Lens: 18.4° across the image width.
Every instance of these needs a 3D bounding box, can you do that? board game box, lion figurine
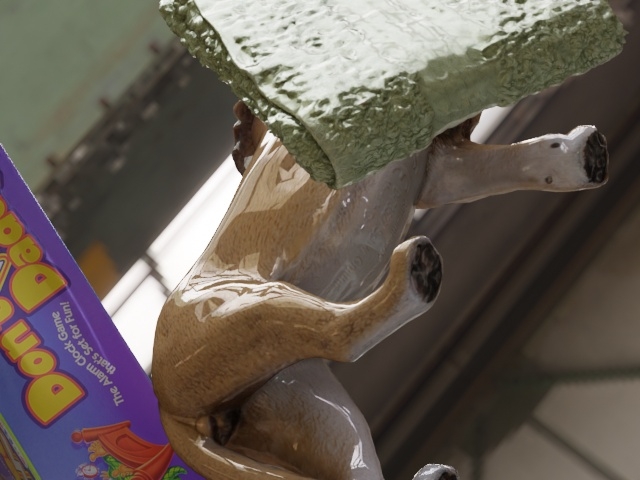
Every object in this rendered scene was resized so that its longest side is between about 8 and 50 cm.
[{"bbox_3d":[-0.183,0.055,1.128,0.347,0.078,0.233,56,-18,9],"label":"board game box"},{"bbox_3d":[0.000,0.000,1.013,0.240,0.392,0.142,-4,-53,37],"label":"lion figurine"}]

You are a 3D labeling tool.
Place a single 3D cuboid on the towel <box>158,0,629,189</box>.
[{"bbox_3d":[0.019,-0.067,0.607,0.148,0.110,0.027,48,-21,57],"label":"towel"}]
